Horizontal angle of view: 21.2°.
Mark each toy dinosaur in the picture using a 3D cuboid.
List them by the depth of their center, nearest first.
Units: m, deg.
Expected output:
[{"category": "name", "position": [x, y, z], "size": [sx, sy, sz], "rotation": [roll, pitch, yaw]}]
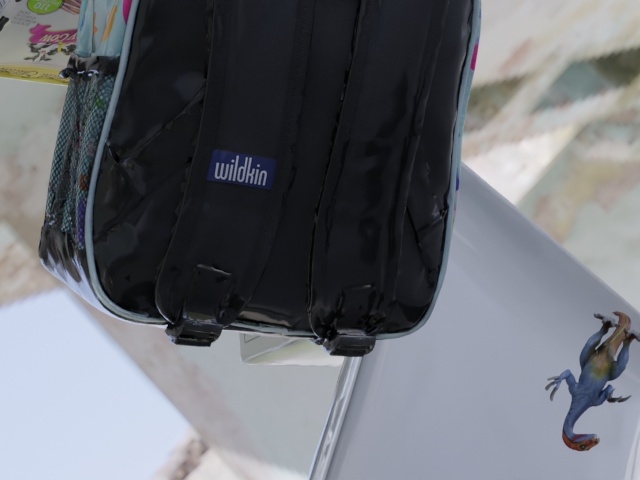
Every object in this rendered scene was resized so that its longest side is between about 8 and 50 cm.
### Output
[{"category": "toy dinosaur", "position": [0.178, 0.092, 1.084], "size": [0.090, 0.047, 0.082], "rotation": [-6, -60, -64]}]

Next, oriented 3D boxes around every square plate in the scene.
[{"category": "square plate", "position": [0.133, 0.146, 1.175], "size": [0.049, 0.347, 0.344], "rotation": [-26, 37, 41]}]

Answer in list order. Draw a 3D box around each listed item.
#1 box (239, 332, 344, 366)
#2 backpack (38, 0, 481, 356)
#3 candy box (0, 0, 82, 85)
[{"category": "box", "position": [0.000, 0.000, 1.717], "size": [0.127, 0.232, 0.148], "rotation": [5, -18, -34]}, {"category": "backpack", "position": [-0.032, -0.084, 0.944], "size": [0.225, 0.191, 0.253], "rotation": [6, -78, -25]}, {"category": "candy box", "position": [-0.202, -0.232, 1.484], "size": [0.159, 0.071, 0.233], "rotation": [2, -35, -46]}]
